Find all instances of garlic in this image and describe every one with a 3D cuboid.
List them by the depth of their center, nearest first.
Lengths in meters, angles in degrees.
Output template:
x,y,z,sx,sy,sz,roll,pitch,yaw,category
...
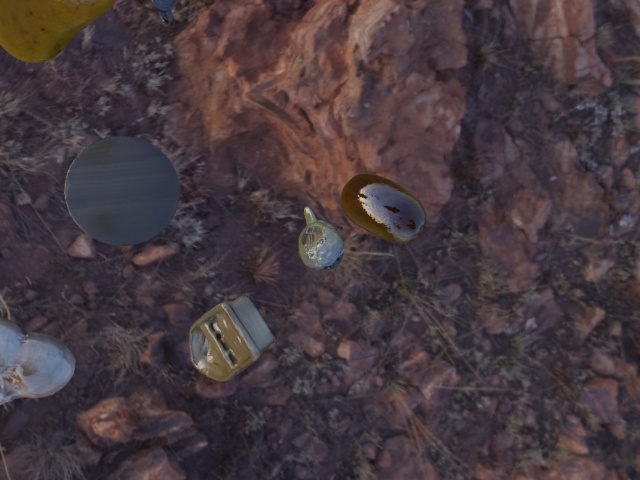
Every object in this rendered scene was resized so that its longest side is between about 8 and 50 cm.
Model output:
x,y,z,sx,sy,sz,roll,pitch,yaw,category
-0.468,0.176,0.938,0.174,0.124,0.099,38,32,-35,garlic

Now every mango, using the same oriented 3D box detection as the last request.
x,y,z,sx,sy,sz,roll,pitch,yaw,category
-0.248,-0.241,0.556,0.115,0.178,0.090,58,37,-15,mango

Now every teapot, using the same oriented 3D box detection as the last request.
x,y,z,sx,sy,sz,roll,pitch,yaw,category
-0.298,-0.457,1.153,0.076,0.068,0.121,-38,141,-27,teapot

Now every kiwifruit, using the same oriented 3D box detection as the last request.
x,y,z,sx,sy,sz,roll,pitch,yaw,category
0.082,-0.044,0.827,0.075,0.124,0.075,-44,155,-27,kiwifruit

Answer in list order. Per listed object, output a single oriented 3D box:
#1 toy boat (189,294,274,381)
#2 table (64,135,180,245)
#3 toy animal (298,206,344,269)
x,y,z,sx,sy,sz,roll,pitch,yaw,category
-0.159,0.172,1.053,0.061,0.188,0.116,-30,84,-44,toy boat
-0.339,-0.079,1.030,0.167,0.226,0.167,-1,93,-23,table
0.000,0.000,1.281,0.098,0.098,0.137,10,50,-33,toy animal
